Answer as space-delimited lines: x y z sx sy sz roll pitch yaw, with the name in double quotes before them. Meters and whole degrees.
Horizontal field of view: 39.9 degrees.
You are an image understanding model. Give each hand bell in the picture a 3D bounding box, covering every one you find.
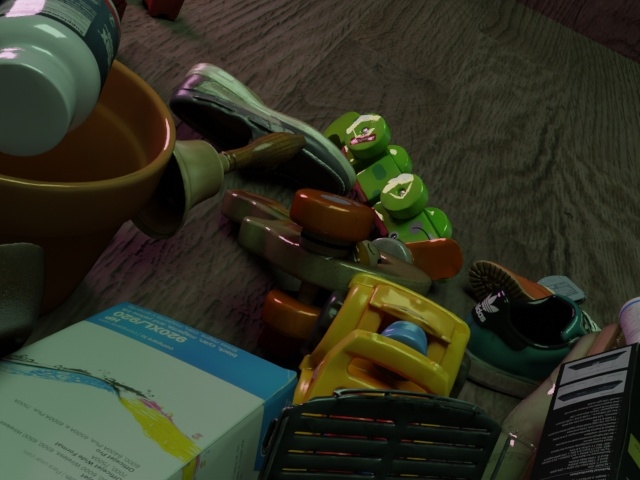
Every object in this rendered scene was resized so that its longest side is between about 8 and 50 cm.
"hand bell" -0.104 -0.091 1.027 0.242 0.126 0.126 -20 54 -44

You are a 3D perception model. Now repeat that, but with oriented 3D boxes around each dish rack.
"dish rack" 0.029 0.234 0.617 0.208 0.271 0.074 10 16 -29

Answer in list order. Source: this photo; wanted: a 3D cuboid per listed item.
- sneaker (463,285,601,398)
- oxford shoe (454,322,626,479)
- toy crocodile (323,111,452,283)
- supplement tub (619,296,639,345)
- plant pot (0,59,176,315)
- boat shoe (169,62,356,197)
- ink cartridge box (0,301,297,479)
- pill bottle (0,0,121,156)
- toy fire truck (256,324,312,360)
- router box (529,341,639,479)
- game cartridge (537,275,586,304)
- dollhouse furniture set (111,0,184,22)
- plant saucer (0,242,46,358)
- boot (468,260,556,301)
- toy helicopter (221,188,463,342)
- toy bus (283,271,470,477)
"sneaker" 0.316 0.141 1.093 0.302 0.121 0.108 16 33 -18
"oxford shoe" 0.224 0.196 0.902 0.147 0.140 0.397 -7 16 35
"toy crocodile" 0.096 -0.071 1.265 0.115 0.105 0.340 45 14 -51
"supplement tub" 0.470 0.136 1.263 0.071 0.071 0.107 23 31 -6
"plant pot" -0.310 -0.060 0.849 0.291 0.203 0.291 20 32 -13
"boat shoe" -0.084 -0.135 1.236 0.285 0.103 0.092 36 54 -3
"ink cartridge box" -0.154 0.175 0.601 0.168 0.171 0.233 21 22 21
"pill bottle" -0.233 -0.148 0.738 0.108 0.108 0.180 18 33 -14
"toy fire truck" 0.008 0.157 0.914 0.192 0.047 0.135 31 30 5
"router box" 0.283 0.279 0.721 0.308 0.081 0.243 57 35 -13
"game cartridge" 0.356 0.076 1.319 0.083 0.017 0.056 -8 49 -43
"dollhouse furniture set" -0.343 -0.442 1.433 0.201 0.152 0.374 34 32 12
"plant saucer" -0.302 0.103 0.553 0.050 0.311 0.311 56 36 2
"boot" 0.276 0.076 1.228 0.158 0.059 0.084 38 29 2
"toy helicopter" 0.000 0.000 1.018 0.235 0.140 0.355 8 13 -34
"toy bus" 0.042 0.136 0.740 0.150 0.220 0.211 26 -8 3
